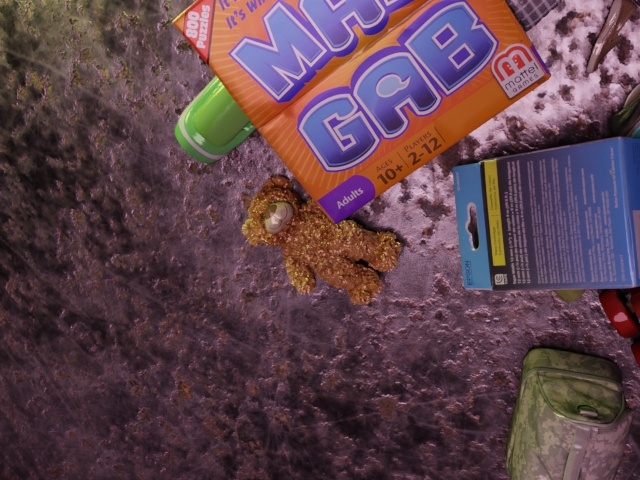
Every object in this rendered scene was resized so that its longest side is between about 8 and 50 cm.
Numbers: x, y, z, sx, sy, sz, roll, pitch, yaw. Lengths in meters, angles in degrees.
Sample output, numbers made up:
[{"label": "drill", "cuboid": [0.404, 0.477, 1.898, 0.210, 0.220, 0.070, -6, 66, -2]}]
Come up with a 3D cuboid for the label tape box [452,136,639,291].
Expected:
[{"label": "label tape box", "cuboid": [0.417, -0.037, 1.375, 0.347, 0.115, 0.249, -6, 89, 49]}]

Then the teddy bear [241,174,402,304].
[{"label": "teddy bear", "cuboid": [0.000, 0.000, 1.567, 0.338, 0.113, 0.245, 46, 113, -4]}]

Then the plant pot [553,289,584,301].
[{"label": "plant pot", "cuboid": [0.477, 0.077, 1.481, 0.083, 0.083, 0.079, -32, 110, 24]}]

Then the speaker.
[{"label": "speaker", "cuboid": [-0.157, -0.286, 1.496, 0.296, 0.131, 0.131, -41, 95, 25]}]

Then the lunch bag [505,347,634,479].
[{"label": "lunch bag", "cuboid": [0.486, 0.406, 1.498, 0.212, 0.256, 0.305, 11, 113, 12]}]

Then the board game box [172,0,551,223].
[{"label": "board game box", "cuboid": [0.061, -0.314, 1.128, 0.356, 0.356, 0.356, -34, 108, 15]}]

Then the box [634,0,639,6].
[{"label": "box", "cuboid": [0.604, -0.407, 1.210, 0.159, 0.044, 0.233, -42, 61, 24]}]

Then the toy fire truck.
[{"label": "toy fire truck", "cuboid": [0.644, 0.187, 1.371, 0.169, 0.254, 0.302, -31, 99, 24]}]

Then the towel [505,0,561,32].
[{"label": "towel", "cuboid": [0.330, -0.524, 1.251, 0.283, 0.121, 0.235, 45, 104, -3]}]

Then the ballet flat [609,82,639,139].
[{"label": "ballet flat", "cuboid": [0.603, -0.275, 1.293, 0.095, 0.096, 0.280, 22, 125, -34]}]

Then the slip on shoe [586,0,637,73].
[{"label": "slip on shoe", "cuboid": [0.507, -0.355, 1.322, 0.041, 0.051, 0.135, 22, 107, 10]}]
